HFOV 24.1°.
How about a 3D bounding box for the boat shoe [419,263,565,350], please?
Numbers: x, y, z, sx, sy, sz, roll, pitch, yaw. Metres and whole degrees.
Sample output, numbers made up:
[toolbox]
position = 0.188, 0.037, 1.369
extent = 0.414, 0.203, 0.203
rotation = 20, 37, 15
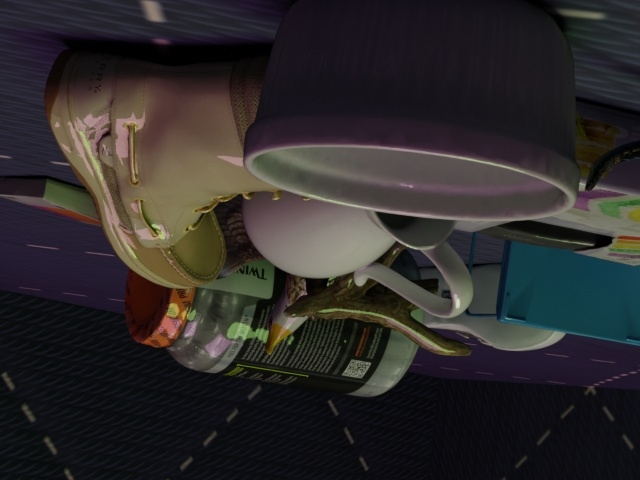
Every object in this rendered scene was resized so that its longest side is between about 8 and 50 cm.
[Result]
[boat shoe]
position = 0.229, 0.091, 1.942
extent = 0.102, 0.108, 0.301
rotation = 14, 172, -35

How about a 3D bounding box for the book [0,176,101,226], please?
[book]
position = -0.302, -0.044, 1.758
extent = 0.096, 0.035, 0.144
rotation = 5, 171, 37

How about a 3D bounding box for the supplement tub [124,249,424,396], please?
[supplement tub]
position = -0.054, 0.069, 1.746
extent = 0.316, 0.194, 0.193
rotation = 12, 170, -28

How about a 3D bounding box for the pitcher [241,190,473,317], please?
[pitcher]
position = 0.032, -0.012, 1.236
extent = 0.125, 0.178, 0.207
rotation = -29, -170, -32

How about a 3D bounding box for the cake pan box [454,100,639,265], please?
[cake pan box]
position = 0.225, -0.041, 1.218
extent = 0.245, 0.070, 0.267
rotation = 13, 169, -22

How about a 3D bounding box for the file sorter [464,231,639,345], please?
[file sorter]
position = 0.245, 0.038, 1.544
extent = 0.170, 0.118, 0.104
rotation = 11, 174, -20

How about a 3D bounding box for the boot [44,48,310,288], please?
[boot]
position = -0.071, -0.048, 1.153
extent = 0.203, 0.095, 0.262
rotation = 1, 142, 22

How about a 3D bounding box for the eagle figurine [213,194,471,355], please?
[eagle figurine]
position = -0.008, 0.008, 1.491
extent = 0.226, 0.225, 0.298
rotation = 59, 178, -28

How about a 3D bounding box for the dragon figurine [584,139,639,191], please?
[dragon figurine]
position = 0.325, -0.052, 0.992
extent = 0.289, 0.085, 0.144
rotation = 11, 171, -25

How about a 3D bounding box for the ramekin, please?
[ramekin]
position = 0.060, -0.085, 0.926
extent = 0.207, 0.109, 0.207
rotation = 7, 171, 1
